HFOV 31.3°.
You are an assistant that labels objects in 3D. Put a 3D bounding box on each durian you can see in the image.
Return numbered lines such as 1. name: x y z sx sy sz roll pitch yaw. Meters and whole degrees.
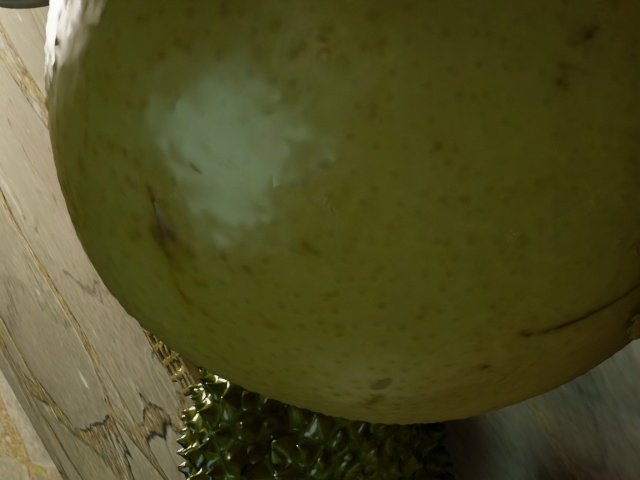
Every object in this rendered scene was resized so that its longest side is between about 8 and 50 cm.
1. durian: -0.001 0.183 1.011 0.291 0.224 0.291 50 -171 -10

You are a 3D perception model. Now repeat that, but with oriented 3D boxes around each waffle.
1. waffle: -0.199 0.146 1.530 0.135 0.021 0.092 60 152 6

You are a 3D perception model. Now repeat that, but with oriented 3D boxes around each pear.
1. pear: 0.038 -0.077 0.549 0.348 0.348 0.348 42 147 35

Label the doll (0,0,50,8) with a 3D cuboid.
1. doll: -0.305 -0.352 1.095 0.251 0.221 0.221 45 165 -34
